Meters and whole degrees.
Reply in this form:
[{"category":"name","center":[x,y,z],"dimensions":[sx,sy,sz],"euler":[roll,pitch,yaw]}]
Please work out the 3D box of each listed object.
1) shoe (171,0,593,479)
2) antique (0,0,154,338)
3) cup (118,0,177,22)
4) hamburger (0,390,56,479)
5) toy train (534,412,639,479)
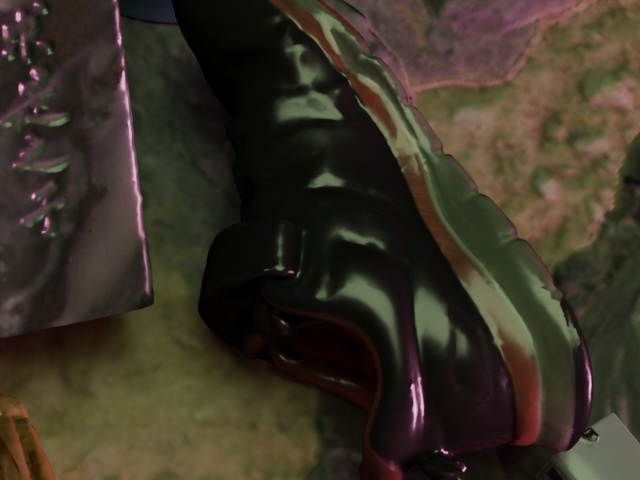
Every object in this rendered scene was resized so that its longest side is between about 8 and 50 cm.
[{"category":"shoe","center":[0.000,0.000,0.800],"dimensions":[0.137,0.114,0.291],"euler":[-30,70,-14]},{"category":"antique","center":[-0.133,-0.059,0.748],"dimensions":[0.088,0.183,0.086],"euler":[-12,20,-17]},{"category":"cup","center":[-0.071,-0.223,0.862],"dimensions":[0.167,0.173,0.300],"euler":[35,60,6]},{"category":"hamburger","center":[-0.177,0.153,0.585],"dimensions":[0.209,0.162,0.330],"euler":[-5,51,33]},{"category":"toy train","center":[0.181,0.174,0.776],"dimensions":[0.043,0.047,0.207],"euler":[-29,71,-24]}]
